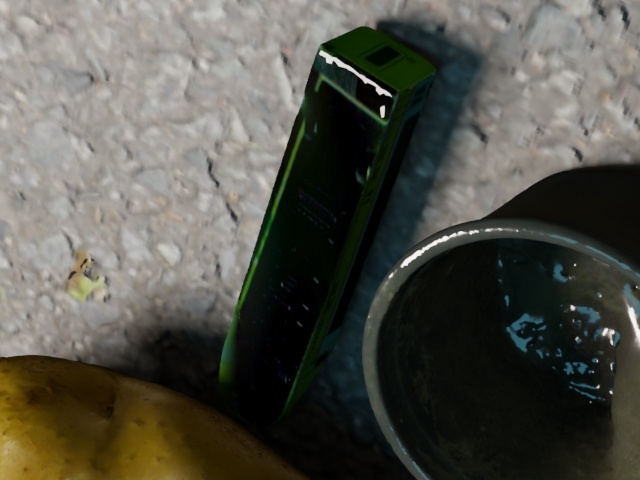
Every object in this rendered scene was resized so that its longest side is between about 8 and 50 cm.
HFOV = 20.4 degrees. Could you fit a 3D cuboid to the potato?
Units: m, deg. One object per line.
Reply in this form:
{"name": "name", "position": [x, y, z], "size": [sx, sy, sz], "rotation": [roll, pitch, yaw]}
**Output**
{"name": "potato", "position": [-0.056, 0.174, 0.891], "size": [0.369, 0.176, 0.195], "rotation": [26, 110, 2]}

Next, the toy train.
{"name": "toy train", "position": [0.000, 0.000, 0.823], "size": [0.044, 0.042, 0.209], "rotation": [35, 130, 20]}

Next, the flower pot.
{"name": "flower pot", "position": [0.111, 0.041, 0.748], "size": [0.157, 0.107, 0.157], "rotation": [15, 123, 24]}
